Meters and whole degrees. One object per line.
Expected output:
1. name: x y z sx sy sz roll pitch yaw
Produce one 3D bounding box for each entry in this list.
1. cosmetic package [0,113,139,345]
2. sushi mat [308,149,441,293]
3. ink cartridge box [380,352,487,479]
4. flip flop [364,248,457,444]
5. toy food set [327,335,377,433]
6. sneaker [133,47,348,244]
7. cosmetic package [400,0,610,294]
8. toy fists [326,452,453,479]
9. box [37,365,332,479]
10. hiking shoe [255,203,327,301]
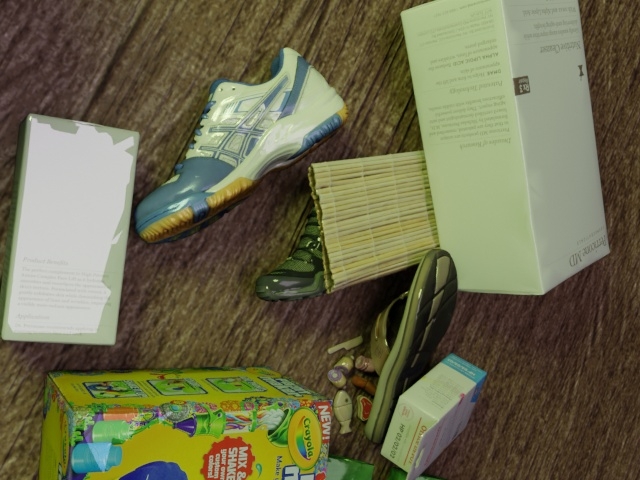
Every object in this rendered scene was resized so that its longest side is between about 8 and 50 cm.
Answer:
1. cosmetic package: -0.270 -0.009 0.777 0.117 0.085 0.231 8 88 -28
2. sushi mat: 0.101 -0.037 0.941 0.316 0.019 0.152 -13 94 -48
3. ink cartridge box: 0.143 0.237 0.966 0.181 0.061 0.104 -25 135 -49
4. flip flop: 0.104 0.138 0.969 0.112 0.080 0.277 -6 118 -53
5. toy food set: 0.050 0.198 0.995 0.077 0.019 0.122 -18 102 -26
6. sneaker: -0.111 -0.114 0.858 0.296 0.112 0.131 -38 92 -22
7. cosmetic package: 0.256 -0.137 0.982 0.217 0.156 0.385 -23 103 -43
8. toy fists: 0.063 0.372 0.975 0.279 0.096 0.142 20 75 -26
9. box: -0.158 0.301 0.805 0.279 0.177 0.290 3 92 -29
10. hiking shoe: 0.000 0.000 0.929 0.226 0.086 0.114 -26 99 -34
